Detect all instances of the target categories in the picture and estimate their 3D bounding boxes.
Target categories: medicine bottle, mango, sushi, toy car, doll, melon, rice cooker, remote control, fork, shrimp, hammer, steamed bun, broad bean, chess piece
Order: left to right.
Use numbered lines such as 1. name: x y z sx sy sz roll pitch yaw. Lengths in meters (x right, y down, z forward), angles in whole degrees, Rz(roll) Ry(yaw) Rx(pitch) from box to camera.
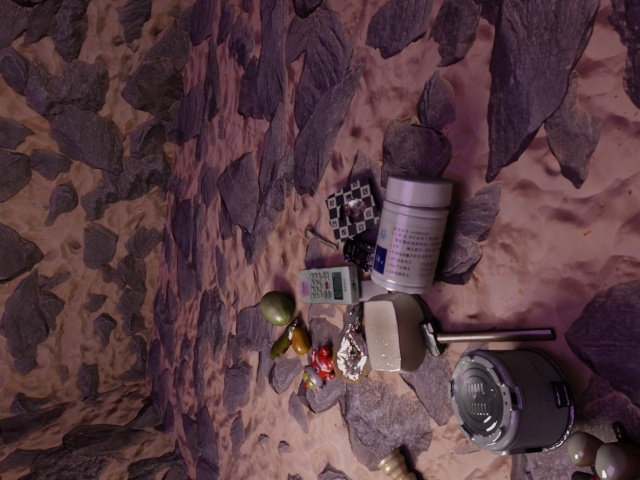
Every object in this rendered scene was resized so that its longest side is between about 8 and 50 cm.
1. melon: -0.196 0.296 1.844 0.192 0.139 0.139 44 125 40
2. broad bean: -0.162 0.456 1.875 0.339 0.061 0.077 -55 46 36
3. mango: -0.084 0.426 1.767 0.115 0.080 0.060 64 150 15
4. doll: -0.012 0.533 1.698 0.142 0.076 0.245 52 125 30
5. fork: -0.005 0.000 1.678 0.219 0.028 0.034 32 113 44
6. remote control: 0.024 0.176 1.620 0.343 0.050 0.145 -12 82 54
7. sushi: 0.122 -0.108 1.506 0.210 0.040 0.193 -27 69 39
8. shrimp: 0.129 0.387 1.534 0.164 0.062 0.317 19 104 29
9. toy car: 0.147 0.043 1.476 0.216 0.063 0.103 31 113 61
10. remote control: 0.157 0.181 1.509 0.244 0.022 0.078 -14 81 50
11. steamed bun: 0.241 0.284 1.307 0.146 0.164 0.242 -12 81 48
12. chess piece: 0.276 0.787 1.378 0.170 0.094 0.094 48 127 26
13. medicine bottle: 0.267 -0.027 1.231 0.189 0.189 0.333 24 111 46
14. hammer: 0.448 0.262 1.150 0.365 0.043 0.111 -16 100 44
15. rice cooker: 0.462 0.383 1.010 0.280 0.226 0.242 131 140 -57
16. doll: 0.641 0.570 0.870 0.235 0.174 0.330 147 118 -79
